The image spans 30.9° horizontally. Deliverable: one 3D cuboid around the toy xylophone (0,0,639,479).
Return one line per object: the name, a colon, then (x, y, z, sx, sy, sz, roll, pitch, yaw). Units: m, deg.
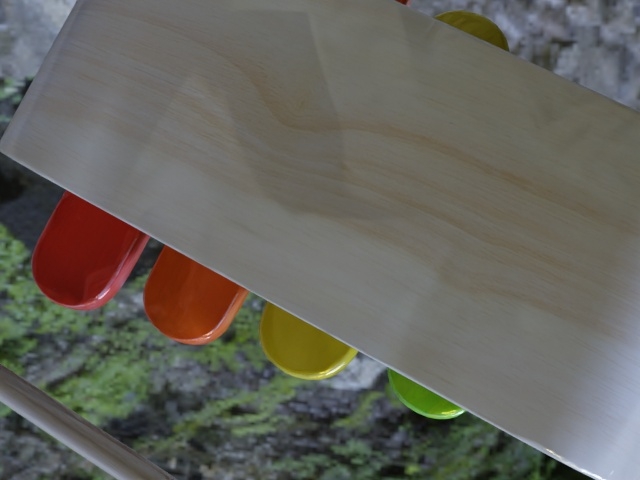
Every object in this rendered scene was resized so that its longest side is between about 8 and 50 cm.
toy xylophone: (0.000, 0.000, 0.439, 0.236, 0.322, 0.081, -54, 165, 0)
